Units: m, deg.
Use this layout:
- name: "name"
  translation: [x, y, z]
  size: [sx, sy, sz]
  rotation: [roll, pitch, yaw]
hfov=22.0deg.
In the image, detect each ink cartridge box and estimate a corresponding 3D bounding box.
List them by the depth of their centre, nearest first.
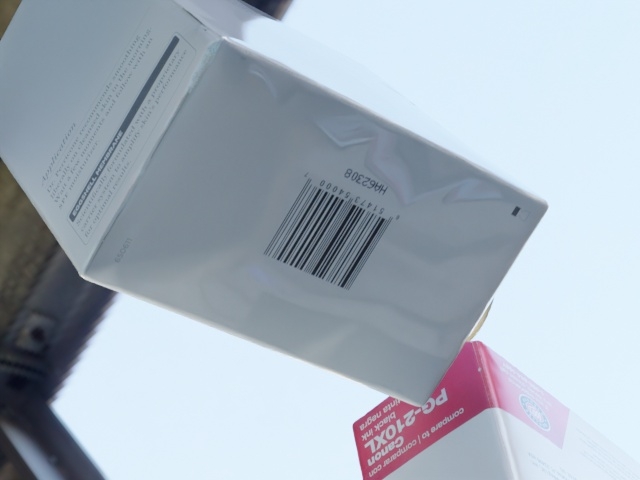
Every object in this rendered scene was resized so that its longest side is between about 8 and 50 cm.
- name: "ink cartridge box"
  translation: [0.121, 0.198, 0.883]
  size: [0.100, 0.237, 0.172]
  rotation: [-37, -53, 22]

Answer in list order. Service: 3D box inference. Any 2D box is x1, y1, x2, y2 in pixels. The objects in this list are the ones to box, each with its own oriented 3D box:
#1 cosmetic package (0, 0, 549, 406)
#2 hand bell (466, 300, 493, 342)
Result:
- name: "cosmetic package"
  translation: [-0.042, -0.046, 0.893]
  size: [0.224, 0.224, 0.138]
  rotation: [24, -77, -34]
- name: "hand bell"
  translation: [0.000, 0.000, 1.214]
  size: [0.242, 0.126, 0.126]
  rotation: [8, -70, -16]
